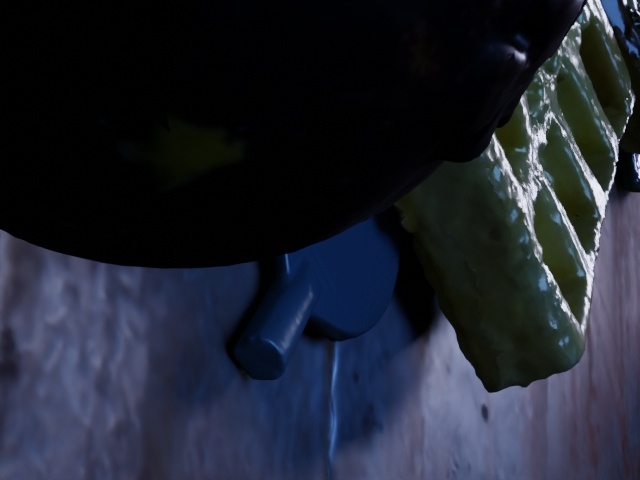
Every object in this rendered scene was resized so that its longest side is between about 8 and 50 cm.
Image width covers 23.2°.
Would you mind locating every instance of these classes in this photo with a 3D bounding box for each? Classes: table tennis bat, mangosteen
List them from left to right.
[{"bbox_3d":[-0.052,-0.119,0.400,0.265,0.228,0.228,38,28,11],"label":"mangosteen"},{"bbox_3d":[0.000,0.000,0.622,0.100,0.019,0.155,64,30,-28],"label":"table tennis bat"}]

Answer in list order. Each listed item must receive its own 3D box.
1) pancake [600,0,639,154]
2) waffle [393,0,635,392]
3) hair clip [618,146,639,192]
[{"bbox_3d":[0.180,-0.228,0.946,0.197,0.054,0.377,-12,92,-49],"label":"pancake"},{"bbox_3d":[0.093,-0.072,0.759,0.168,0.057,0.274,65,28,-26],"label":"waffle"},{"bbox_3d":[0.214,-0.122,1.022,0.124,0.052,0.195,18,69,-52],"label":"hair clip"}]
